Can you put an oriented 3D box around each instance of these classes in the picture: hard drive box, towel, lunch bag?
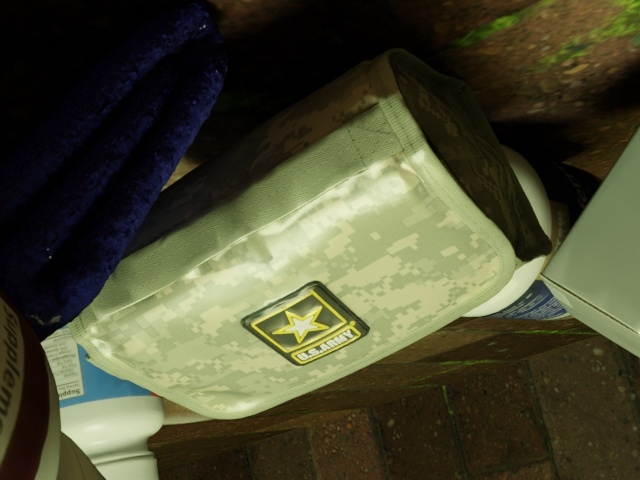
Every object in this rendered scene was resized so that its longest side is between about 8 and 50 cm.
[{"bbox_3d":[0.282,-0.029,0.789,0.232,0.089,0.181,-57,156,-1],"label":"hard drive box"},{"bbox_3d":[-0.192,-0.004,0.593,0.076,0.227,0.308,41,138,-21],"label":"towel"},{"bbox_3d":[0.000,0.000,0.649,0.235,0.169,0.287,-28,172,19],"label":"lunch bag"}]

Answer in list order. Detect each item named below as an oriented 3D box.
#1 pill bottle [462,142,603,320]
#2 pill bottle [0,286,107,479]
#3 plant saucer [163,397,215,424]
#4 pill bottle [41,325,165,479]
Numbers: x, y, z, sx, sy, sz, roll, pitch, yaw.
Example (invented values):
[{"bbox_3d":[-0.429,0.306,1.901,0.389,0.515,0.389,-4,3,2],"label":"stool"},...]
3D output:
[{"bbox_3d":[0.155,-0.007,0.897,0.153,0.153,0.265,-24,162,35],"label":"pill bottle"},{"bbox_3d":[-0.224,0.045,0.317,0.224,0.224,0.392,-17,129,14],"label":"pill bottle"},{"bbox_3d":[-0.147,0.151,1.171,0.311,0.050,0.310,-5,-172,1],"label":"plant saucer"},{"bbox_3d":[-0.213,0.129,0.950,0.124,0.221,0.124,-12,165,-3],"label":"pill bottle"}]
